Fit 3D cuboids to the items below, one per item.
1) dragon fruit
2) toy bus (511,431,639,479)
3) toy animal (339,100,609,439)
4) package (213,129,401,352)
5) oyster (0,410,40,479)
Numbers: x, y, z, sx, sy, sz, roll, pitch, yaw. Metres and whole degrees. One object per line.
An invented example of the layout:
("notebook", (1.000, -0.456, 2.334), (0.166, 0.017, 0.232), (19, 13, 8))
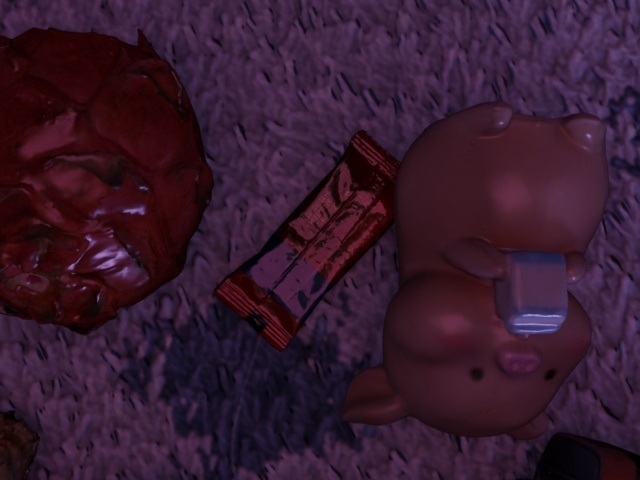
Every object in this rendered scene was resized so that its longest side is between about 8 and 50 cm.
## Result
("dragon fruit", (-0.206, -0.052, 1.149), (0.241, 0.241, 0.252), (-17, 79, -2))
("toy bus", (0.229, 0.388, 1.151), (0.233, 0.203, 0.426), (17, 88, -5))
("toy animal", (0.146, 0.034, 1.157), (0.195, 0.213, 0.256), (10, 80, -16))
("package", (0.000, 0.000, 1.249), (0.083, 0.022, 0.200), (42, 88, 2))
("oyster", (-0.301, 0.231, 1.217), (0.105, 0.056, 0.177), (12, 86, 11))
